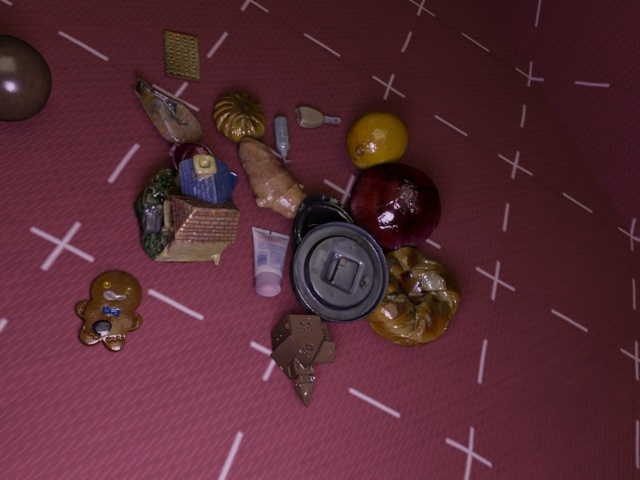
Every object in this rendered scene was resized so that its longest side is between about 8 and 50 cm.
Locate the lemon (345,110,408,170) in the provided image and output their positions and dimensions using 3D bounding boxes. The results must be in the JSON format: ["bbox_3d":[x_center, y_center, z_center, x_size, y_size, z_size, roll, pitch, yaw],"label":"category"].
[{"bbox_3d":[0.218,-0.382,2.181,0.263,0.236,0.235,-2,63,-41],"label":"lemon"}]

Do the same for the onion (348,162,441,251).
[{"bbox_3d":[0.281,-0.134,2.036,0.348,0.285,0.347,3,77,-11],"label":"onion"}]

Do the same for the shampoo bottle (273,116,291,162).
[{"bbox_3d":[-0.142,-0.370,2.102,0.056,0.056,0.195,6,60,-23],"label":"shampoo bottle"}]

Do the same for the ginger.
[{"bbox_3d":[-0.178,-0.217,1.959,0.190,0.126,0.354,-27,74,-25],"label":"ginger"}]

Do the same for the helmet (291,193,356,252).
[{"bbox_3d":[0.000,0.000,1.891,0.231,0.160,0.278,-6,69,-23],"label":"helmet"}]

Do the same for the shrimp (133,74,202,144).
[{"bbox_3d":[-0.527,-0.452,1.955,0.168,0.077,0.317,-30,83,-46],"label":"shrimp"}]

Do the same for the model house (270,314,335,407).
[{"bbox_3d":[-0.038,0.362,1.653,0.176,0.181,0.248,4,60,-24],"label":"model house"}]

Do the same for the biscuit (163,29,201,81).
[{"bbox_3d":[-0.522,-0.696,2.125,0.139,0.016,0.231,3,61,-25],"label":"biscuit"}]

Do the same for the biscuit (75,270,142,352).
[{"bbox_3d":[-0.582,0.191,1.575,0.180,0.039,0.236,15,55,-17],"label":"biscuit"}]

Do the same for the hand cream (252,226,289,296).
[{"bbox_3d":[-0.170,0.060,1.838,0.133,0.083,0.247,18,45,-18],"label":"hand cream"}]

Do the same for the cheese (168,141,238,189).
[{"bbox_3d":[-0.393,-0.249,1.905,0.244,0.062,0.155,29,56,-17],"label":"cheese"}]

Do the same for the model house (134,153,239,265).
[{"bbox_3d":[-0.390,-0.107,1.677,0.261,0.266,0.321,0,71,-29],"label":"model house"}]

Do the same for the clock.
[{"bbox_3d":[0.058,0.101,1.757,0.319,0.066,0.318,5,74,-19],"label":"clock"}]

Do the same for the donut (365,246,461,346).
[{"bbox_3d":[0.305,0.190,1.934,0.361,0.170,0.360,11,60,-20],"label":"donut"}]

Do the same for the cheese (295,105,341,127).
[{"bbox_3d":[-0.005,-0.484,2.247,0.192,0.037,0.097,1,63,-25],"label":"cheese"}]

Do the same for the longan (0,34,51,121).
[{"bbox_3d":[-0.927,-0.473,1.651,0.258,0.258,0.258,12,58,-20],"label":"longan"}]

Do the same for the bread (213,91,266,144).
[{"bbox_3d":[-0.289,-0.448,2.047,0.214,0.104,0.213,10,60,-18],"label":"bread"}]
